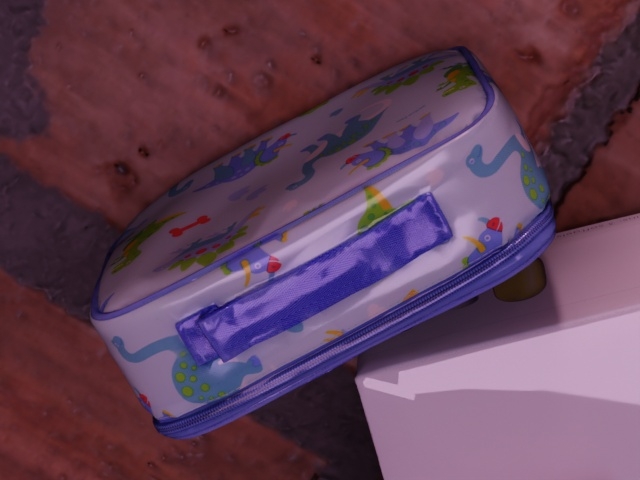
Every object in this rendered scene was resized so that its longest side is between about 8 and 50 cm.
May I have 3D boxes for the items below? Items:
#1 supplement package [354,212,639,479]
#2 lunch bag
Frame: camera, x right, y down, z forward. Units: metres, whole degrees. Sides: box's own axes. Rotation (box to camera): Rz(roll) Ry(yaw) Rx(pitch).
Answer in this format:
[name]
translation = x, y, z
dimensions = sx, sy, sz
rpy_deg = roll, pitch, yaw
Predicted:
[supplement package]
translation = 0.168, 0.102, 0.910
dimensions = 0.262, 0.145, 0.204
rpy_deg = -14, 106, 6
[lunch bag]
translation = 0.000, 0.000, 0.868
dimensions = 0.219, 0.176, 0.090
rpy_deg = -29, 105, 6
